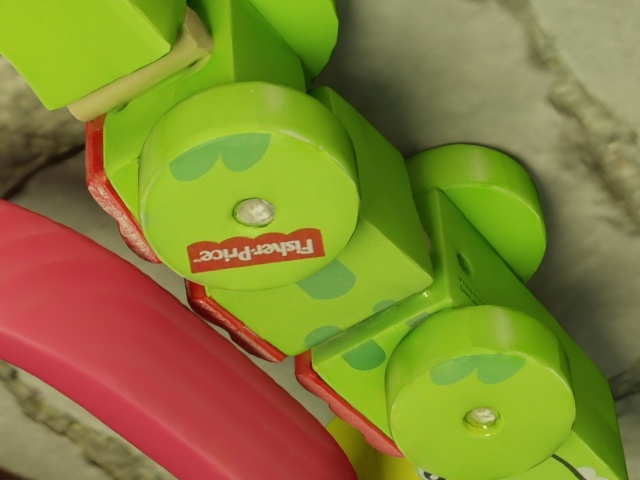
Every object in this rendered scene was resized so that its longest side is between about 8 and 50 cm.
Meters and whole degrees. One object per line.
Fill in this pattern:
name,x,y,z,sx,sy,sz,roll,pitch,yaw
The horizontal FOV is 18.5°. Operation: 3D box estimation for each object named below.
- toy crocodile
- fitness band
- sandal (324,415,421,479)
toy crocodile,0.000,0.000,0.664,0.105,0.115,0.340,-30,131,22
fitness band,-0.111,0.069,0.693,0.209,0.054,0.291,-11,143,33
sandal,0.000,0.203,0.862,0.138,0.126,0.317,21,128,-34
